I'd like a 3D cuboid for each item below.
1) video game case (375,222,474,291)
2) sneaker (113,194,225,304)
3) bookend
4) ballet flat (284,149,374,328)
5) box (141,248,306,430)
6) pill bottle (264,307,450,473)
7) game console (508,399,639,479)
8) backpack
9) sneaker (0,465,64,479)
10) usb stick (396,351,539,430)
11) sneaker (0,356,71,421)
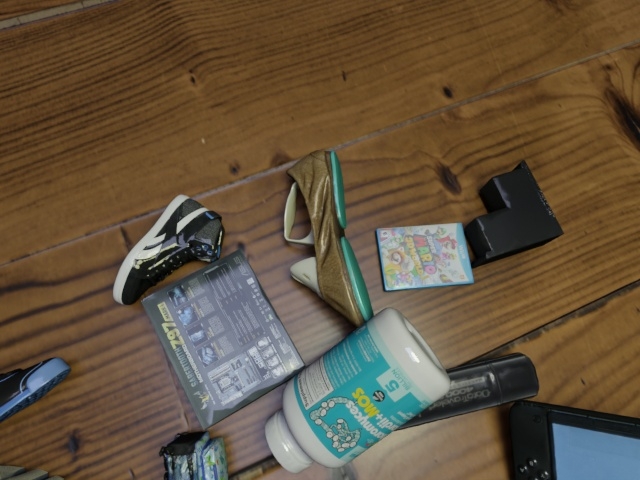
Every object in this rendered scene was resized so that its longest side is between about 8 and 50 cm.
[{"bbox_3d":[0.192,0.030,0.803,0.167,0.015,0.119,-4,72,-6],"label":"video game case"},{"bbox_3d":[-0.244,0.030,0.736,0.121,0.079,0.216,26,71,6],"label":"sneaker"},{"bbox_3d":[0.334,-0.048,0.809,0.158,0.072,0.156,-18,73,-9],"label":"bookend"},{"bbox_3d":[0.000,0.000,0.759,0.124,0.116,0.341,-15,73,12],"label":"ballet flat"},{"bbox_3d":[-0.158,0.157,0.713,0.184,0.059,0.232,-29,77,-13],"label":"box"},{"bbox_3d":[0.046,0.230,0.639,0.264,0.146,0.146,-39,78,9],"label":"pill bottle"},{"bbox_3d":[0.376,0.371,0.542,0.174,0.293,0.249,-5,90,-50],"label":"game console"},{"bbox_3d":[-0.179,0.345,0.627,0.084,0.105,0.114,-4,78,-5],"label":"backpack"},{"bbox_3d":[-0.356,0.442,0.583,0.316,0.127,0.182,13,75,7],"label":"sneaker"},{"bbox_3d":[0.230,0.251,0.720,0.278,0.045,0.077,-11,80,-8],"label":"usb stick"},{"bbox_3d":[-0.505,0.236,0.650,0.232,0.081,0.090,-34,85,-12],"label":"sneaker"}]
